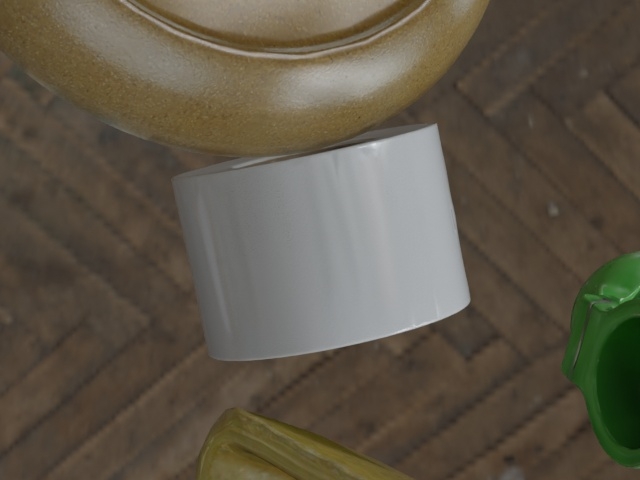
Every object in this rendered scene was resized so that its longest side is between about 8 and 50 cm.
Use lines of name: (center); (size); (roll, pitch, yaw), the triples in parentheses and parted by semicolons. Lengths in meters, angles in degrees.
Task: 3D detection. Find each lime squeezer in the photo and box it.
lime squeezer: (0.134, 0.053, 0.680); (0.110, 0.310, 0.059); (34, 107, 4)

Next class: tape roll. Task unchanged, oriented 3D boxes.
tape roll: (0.000, 0.000, 1.773); (0.246, 0.246, 0.169); (-10, 95, 6)

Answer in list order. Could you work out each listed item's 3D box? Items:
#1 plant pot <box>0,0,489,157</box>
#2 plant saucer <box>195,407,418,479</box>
plant pot: (-0.029, -0.146, 0.657); (0.236, 0.236, 0.032); (33, 156, -17)
plant saucer: (0.096, 0.232, 0.458); (0.081, 0.333, 0.333); (-13, 114, -38)
